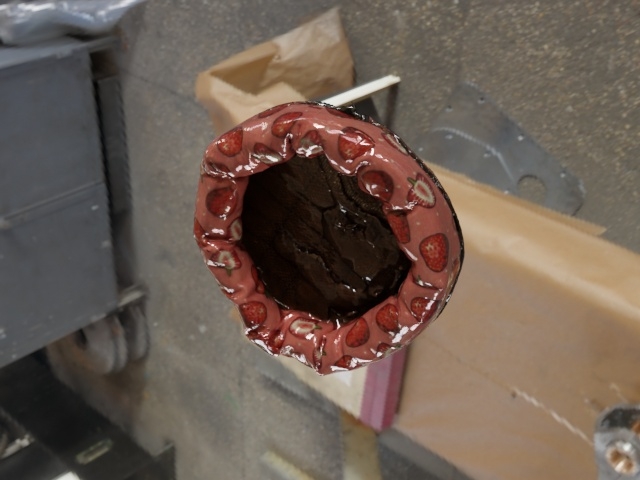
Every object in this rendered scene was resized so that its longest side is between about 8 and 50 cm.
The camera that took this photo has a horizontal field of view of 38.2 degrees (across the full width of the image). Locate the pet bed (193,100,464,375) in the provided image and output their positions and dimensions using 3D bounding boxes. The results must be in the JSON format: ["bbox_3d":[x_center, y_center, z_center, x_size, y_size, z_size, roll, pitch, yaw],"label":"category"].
[{"bbox_3d":[0.000,0.000,0.617,0.201,0.053,0.201,13,122,22],"label":"pet bed"}]
